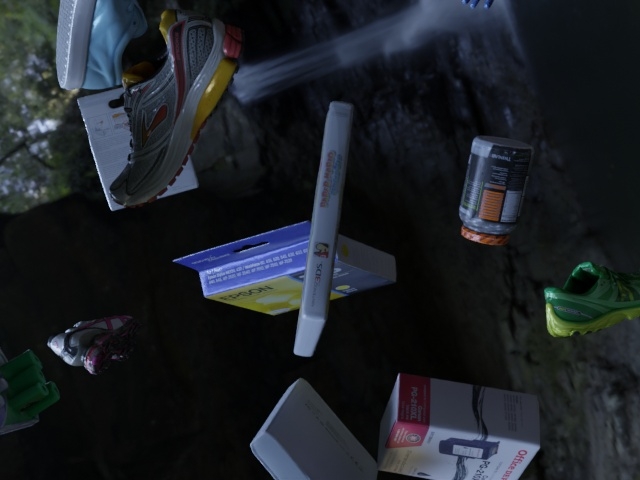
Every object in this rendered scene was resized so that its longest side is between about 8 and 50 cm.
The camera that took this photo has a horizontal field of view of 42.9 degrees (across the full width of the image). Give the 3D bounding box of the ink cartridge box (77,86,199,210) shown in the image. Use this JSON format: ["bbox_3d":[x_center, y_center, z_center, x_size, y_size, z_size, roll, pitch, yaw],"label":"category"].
[{"bbox_3d":[-0.283,-0.150,1.269,0.045,0.145,0.179,-143,38,-76],"label":"ink cartridge box"}]

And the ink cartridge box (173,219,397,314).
[{"bbox_3d":[-0.059,0.061,1.520,0.307,0.304,0.072,18,-119,-55],"label":"ink cartridge box"}]

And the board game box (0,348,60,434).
[{"bbox_3d":[-0.412,0.013,0.779,0.390,0.050,0.390,57,175,6],"label":"board game box"}]

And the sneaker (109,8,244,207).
[{"bbox_3d":[-0.163,-0.133,0.820,0.093,0.225,0.088,23,-154,-21],"label":"sneaker"}]

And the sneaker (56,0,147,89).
[{"bbox_3d":[-0.387,-0.444,1.487,0.135,0.150,0.366,58,138,37],"label":"sneaker"}]

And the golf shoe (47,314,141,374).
[{"bbox_3d":[-0.314,0.135,1.155,0.186,0.086,0.067,-8,-62,-83],"label":"golf shoe"}]

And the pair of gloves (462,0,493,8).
[{"bbox_3d":[0.259,-0.461,1.402,0.198,0.159,0.023,23,151,33],"label":"pair of gloves"}]

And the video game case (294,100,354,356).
[{"bbox_3d":[0.000,0.000,0.824,0.227,0.026,0.206,104,174,-74],"label":"video game case"}]

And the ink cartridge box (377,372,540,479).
[{"bbox_3d":[0.228,0.324,1.363,0.172,0.237,0.100,101,178,-48],"label":"ink cartridge box"}]

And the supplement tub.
[{"bbox_3d":[0.327,-0.094,1.532,0.117,0.117,0.190,-71,-10,-73],"label":"supplement tub"}]

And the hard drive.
[{"bbox_3d":[0.002,0.374,1.399,0.233,0.047,0.353,49,-172,2],"label":"hard drive"}]

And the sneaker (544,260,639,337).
[{"bbox_3d":[0.544,0.091,1.532,0.109,0.296,0.123,-17,90,63],"label":"sneaker"}]
